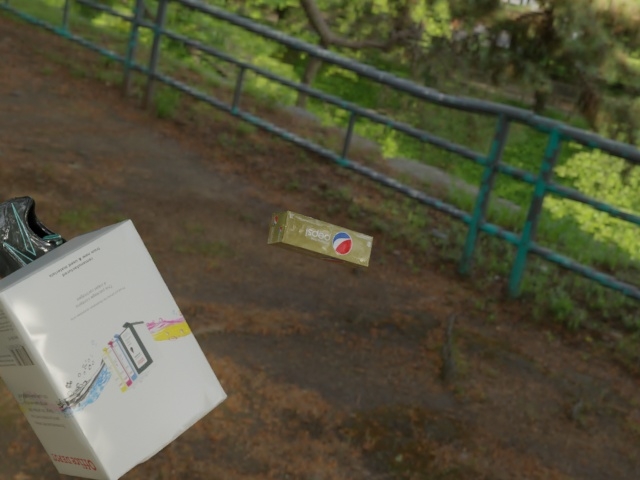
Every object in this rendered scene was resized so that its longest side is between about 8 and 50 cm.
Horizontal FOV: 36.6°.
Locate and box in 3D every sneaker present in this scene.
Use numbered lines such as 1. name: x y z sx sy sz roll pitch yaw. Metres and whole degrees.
1. sneaker: -0.406 0.058 1.428 0.106 0.267 0.101 -31 16 0

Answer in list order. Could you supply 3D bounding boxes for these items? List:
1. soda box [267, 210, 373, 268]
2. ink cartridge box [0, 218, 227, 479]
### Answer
1. soda box: 0.000 0.000 1.722 0.181 0.058 0.061 16 -12 -28
2. ink cartridge box: -0.254 0.124 1.084 0.168 0.233 0.171 -34 13 -33
